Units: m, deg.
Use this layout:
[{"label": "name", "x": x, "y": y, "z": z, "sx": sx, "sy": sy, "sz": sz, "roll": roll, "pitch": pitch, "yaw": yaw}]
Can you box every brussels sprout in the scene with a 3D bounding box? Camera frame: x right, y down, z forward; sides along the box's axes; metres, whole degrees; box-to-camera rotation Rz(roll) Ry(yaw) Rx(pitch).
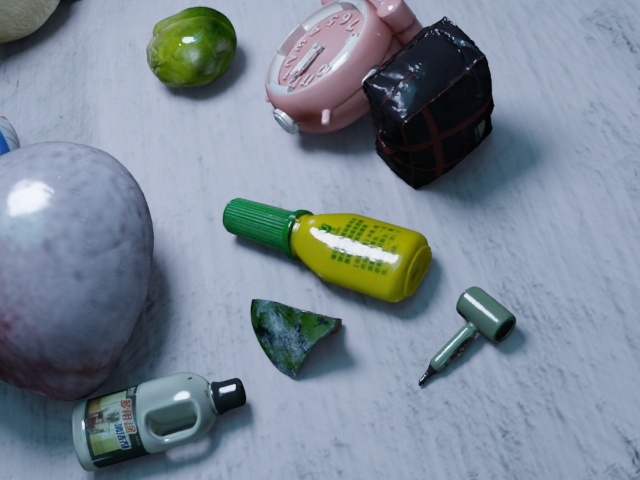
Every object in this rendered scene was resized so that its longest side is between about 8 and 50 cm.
[{"label": "brussels sprout", "x": -0.209, "y": -0.314, "z": 1.611, "sx": 0.155, "sy": 0.117, "sz": 0.155, "roll": -30, "pitch": 38, "yaw": 27}]

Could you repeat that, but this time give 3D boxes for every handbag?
[{"label": "handbag", "x": 0.151, "y": -0.184, "z": 1.371, "sx": 0.169, "sy": 0.215, "sz": 0.155, "roll": -37, "pitch": 64, "yaw": -6}]

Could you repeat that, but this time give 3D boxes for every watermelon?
[{"label": "watermelon", "x": -0.043, "y": 0.122, "z": 1.320, "sx": 0.155, "sy": 0.080, "sz": 0.101, "roll": 23, "pitch": 100, "yaw": 24}]

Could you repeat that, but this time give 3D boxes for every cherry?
[{"label": "cherry", "x": -0.369, "y": 0.027, "z": 1.332, "sx": 0.326, "sy": 0.291, "sz": 0.335, "roll": -45, "pitch": 66, "yaw": -7}]

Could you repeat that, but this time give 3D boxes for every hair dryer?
[{"label": "hair dryer", "x": 0.178, "y": 0.133, "z": 1.261, "sx": 0.150, "sy": 0.047, "sz": 0.071, "roll": -46, "pitch": 55, "yaw": -4}]

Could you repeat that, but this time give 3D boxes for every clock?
[{"label": "clock", "x": 0.028, "y": -0.255, "z": 1.493, "sx": 0.241, "sy": 0.142, "sz": 0.227, "roll": -48, "pitch": 34, "yaw": -8}]

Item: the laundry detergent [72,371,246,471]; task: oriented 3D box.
[{"label": "laundry detergent", "x": -0.207, "y": 0.227, "z": 1.275, "sx": 0.226, "sy": 0.070, "sz": 0.099, "roll": -15, "pitch": 46, "yaw": 3}]

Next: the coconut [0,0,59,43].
[{"label": "coconut", "x": -0.621, "y": -0.519, "z": 1.725, "sx": 0.347, "sy": 0.360, "sz": 0.346, "roll": 3, "pitch": 98, "yaw": 22}]

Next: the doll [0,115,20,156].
[{"label": "doll", "x": -0.574, "y": -0.155, "z": 1.578, "sx": 0.161, "sy": 0.215, "sz": 0.257, "roll": 1, "pitch": 38, "yaw": -38}]

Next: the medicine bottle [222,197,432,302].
[{"label": "medicine bottle", "x": 0.000, "y": 0.000, "z": 1.367, "sx": 0.309, "sy": 0.076, "sz": 0.111, "roll": 18, "pitch": 57, "yaw": 24}]
